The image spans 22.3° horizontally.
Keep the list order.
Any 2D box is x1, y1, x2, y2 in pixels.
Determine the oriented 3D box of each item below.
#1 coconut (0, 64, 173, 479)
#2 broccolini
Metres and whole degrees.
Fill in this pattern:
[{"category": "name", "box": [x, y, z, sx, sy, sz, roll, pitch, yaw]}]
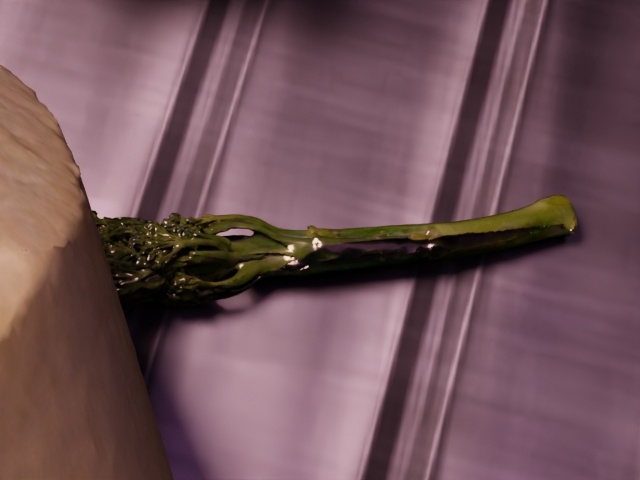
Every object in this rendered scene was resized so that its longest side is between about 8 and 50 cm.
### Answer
[{"category": "coconut", "box": [-0.202, 0.068, 0.560, 0.323, 0.323, 0.323, 1, 68, -2]}, {"category": "broccolini", "box": [0.000, 0.000, 0.731, 0.239, 0.051, 0.054, -7, 60, -8]}]
